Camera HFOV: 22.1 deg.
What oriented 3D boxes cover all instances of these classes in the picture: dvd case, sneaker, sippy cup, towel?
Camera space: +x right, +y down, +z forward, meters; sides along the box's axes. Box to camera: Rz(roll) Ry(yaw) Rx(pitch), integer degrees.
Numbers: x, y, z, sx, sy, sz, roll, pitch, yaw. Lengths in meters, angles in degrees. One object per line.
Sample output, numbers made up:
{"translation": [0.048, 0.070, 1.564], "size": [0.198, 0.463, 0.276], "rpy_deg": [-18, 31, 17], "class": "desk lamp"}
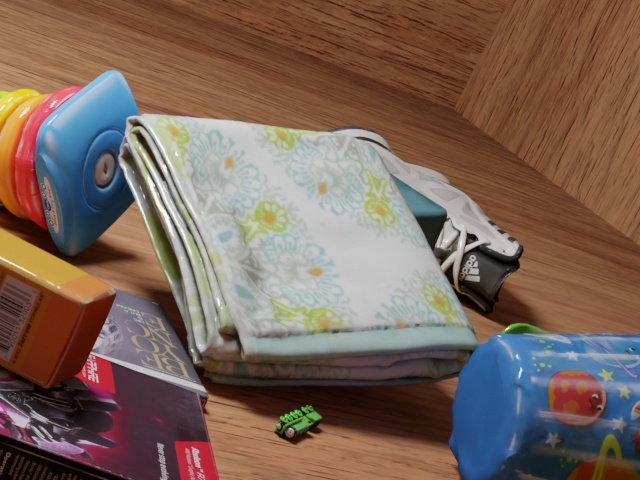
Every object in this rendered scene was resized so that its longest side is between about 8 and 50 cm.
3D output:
{"translation": [-0.209, 0.088, 1.611], "size": [0.164, 0.018, 0.221], "rpy_deg": [20, 15, -24], "class": "dvd case"}
{"translation": [0.146, -0.025, 2.352], "size": [0.257, 0.169, 0.447], "rpy_deg": [33, 13, 35], "class": "sneaker"}
{"translation": [0.262, 0.192, 1.688], "size": [0.224, 0.240, 0.305], "rpy_deg": [10, -12, -18], "class": "sippy cup"}
{"translation": [-0.020, 0.008, 1.779], "size": [0.374, 0.090, 0.321], "rpy_deg": [4, 51, -41], "class": "towel"}

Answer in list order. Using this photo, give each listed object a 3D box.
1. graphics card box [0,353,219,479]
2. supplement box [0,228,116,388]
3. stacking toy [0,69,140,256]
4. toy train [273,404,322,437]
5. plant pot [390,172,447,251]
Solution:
{"translation": [-0.257, 0.130, 1.204], "size": [0.370, 0.094, 0.233], "rpy_deg": [21, 13, -14], "class": "graphics card box"}
{"translation": [-0.276, 0.022, 1.221], "size": [0.233, 0.080, 0.078], "rpy_deg": [28, 11, 8], "class": "supplement box"}
{"translation": [-0.361, -0.110, 1.839], "size": [0.301, 0.175, 0.166], "rpy_deg": [15, 40, 26], "class": "stacking toy"}
{"translation": [-0.021, 0.179, 1.612], "size": [0.023, 0.017, 0.083], "rpy_deg": [40, 17, 13], "class": "toy train"}
{"translation": [0.000, 0.000, 2.039], "size": [0.234, 0.166, 0.165], "rpy_deg": [-2, 30, -47], "class": "plant pot"}
